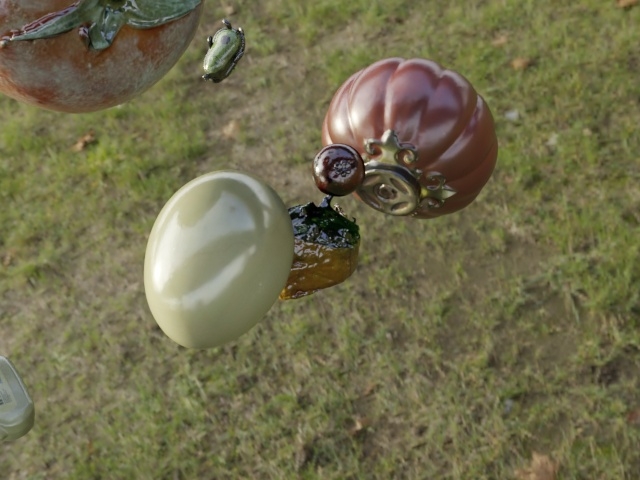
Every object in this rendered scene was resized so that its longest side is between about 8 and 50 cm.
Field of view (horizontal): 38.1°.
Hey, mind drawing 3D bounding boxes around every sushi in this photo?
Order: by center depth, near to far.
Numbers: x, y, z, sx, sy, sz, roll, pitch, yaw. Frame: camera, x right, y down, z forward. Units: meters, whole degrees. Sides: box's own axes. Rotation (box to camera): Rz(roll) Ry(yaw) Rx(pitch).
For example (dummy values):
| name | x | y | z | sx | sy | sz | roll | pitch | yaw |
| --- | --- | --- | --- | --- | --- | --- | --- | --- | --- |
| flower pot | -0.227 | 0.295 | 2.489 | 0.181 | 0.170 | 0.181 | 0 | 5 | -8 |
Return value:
| name | x | y | z | sx | sy | sz | roll | pitch | yaw |
| --- | --- | --- | --- | --- | --- | --- | --- | --- | --- |
| sushi | 0.000 | 0.001 | 1.510 | 0.149 | 0.140 | 0.287 | -12 | 10 | 40 |

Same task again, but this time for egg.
| name | x | y | z | sx | sy | sz | roll | pitch | yaw |
| --- | --- | --- | --- | --- | --- | --- | --- | --- | --- |
| egg | -0.131 | 0.023 | 1.189 | 0.186 | 0.186 | 0.241 | 3 | 59 | 29 |

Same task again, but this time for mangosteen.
| name | x | y | z | sx | sy | sz | roll | pitch | yaw |
| --- | --- | --- | --- | --- | --- | --- | --- | --- | --- |
| mangosteen | 0.025 | -0.103 | 1.366 | 0.081 | 0.081 | 0.081 | -13 | 37 | 10 |

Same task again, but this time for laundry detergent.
| name | x | y | z | sx | sy | sz | roll | pitch | yaw |
| --- | --- | --- | --- | --- | --- | --- | --- | --- | --- |
| laundry detergent | -0.602 | 0.279 | 1.478 | 0.253 | 0.091 | 0.181 | -14 | 45 | -35 |

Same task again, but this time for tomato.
| name | x | y | z | sx | sy | sz | roll | pitch | yaw |
| --- | --- | --- | --- | --- | --- | --- | --- | --- | --- |
| tomato | -0.293 | -0.306 | 1.090 | 0.317 | 0.316 | 0.282 | -37 | 42 | -21 |

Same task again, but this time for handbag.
| name | x | y | z | sx | sy | sz | roll | pitch | yaw |
| --- | --- | --- | --- | --- | --- | --- | --- | --- | --- |
| handbag | -0.171 | -0.327 | 1.632 | 0.072 | 0.047 | 0.111 | 28 | 90 | 11 |

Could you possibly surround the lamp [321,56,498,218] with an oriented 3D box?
| name | x | y | z | sx | sy | sz | roll | pitch | yaw |
| --- | --- | --- | --- | --- | --- | --- | --- | --- | --- |
| lamp | 0.152 | -0.171 | 1.582 | 0.303 | 0.303 | 0.257 | 5 | 50 | 30 |
